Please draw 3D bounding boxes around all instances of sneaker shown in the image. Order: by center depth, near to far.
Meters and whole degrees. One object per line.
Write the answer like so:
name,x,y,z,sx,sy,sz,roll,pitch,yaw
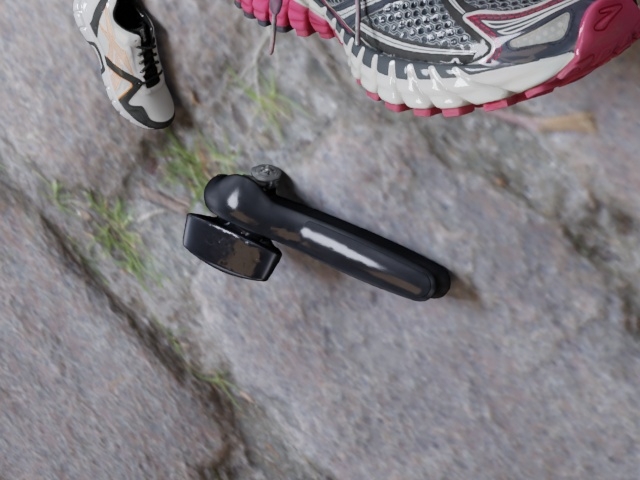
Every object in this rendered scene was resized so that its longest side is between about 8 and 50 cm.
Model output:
sneaker,0.039,-0.148,0.887,0.299,0.121,0.112,30,138,46
sneaker,-0.125,-0.122,1.166,0.044,0.040,0.109,-7,120,43

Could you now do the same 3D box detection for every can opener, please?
can opener,0.000,0.000,1.156,0.186,0.059,0.073,18,109,17
